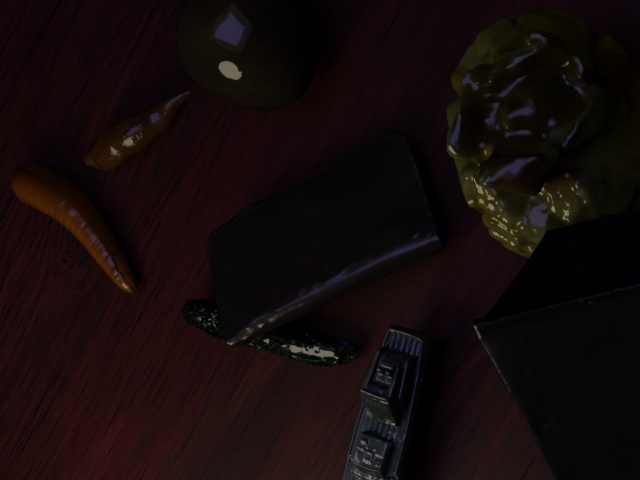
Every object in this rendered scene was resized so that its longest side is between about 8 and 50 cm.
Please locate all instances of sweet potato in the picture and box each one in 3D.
[{"bbox_3d":[-0.233,-0.143,2.347,0.195,0.056,0.056,-30,68,25],"label":"sweet potato"}]

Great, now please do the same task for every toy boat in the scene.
[{"bbox_3d":[0.069,0.226,2.066,0.078,0.085,0.260,18,96,35],"label":"toy boat"}]

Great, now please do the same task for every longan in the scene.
[{"bbox_3d":[-0.090,-0.232,2.191,0.185,0.159,0.204,41,147,19],"label":"longan"}]

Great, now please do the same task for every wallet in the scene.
[{"bbox_3d":[0.000,0.000,2.148,0.309,0.042,0.165,-28,59,24],"label":"wallet"}]

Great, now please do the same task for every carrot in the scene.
[{"bbox_3d":[-0.320,-0.029,2.398,0.271,0.062,0.066,37,74,29],"label":"carrot"}]

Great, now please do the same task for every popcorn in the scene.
[{"bbox_3d":[0.241,-0.106,1.886,0.224,0.258,0.270,-33,23,34],"label":"popcorn"}]

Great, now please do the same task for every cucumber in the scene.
[{"bbox_3d":[-0.063,0.114,2.202,0.256,0.043,0.044,14,98,36],"label":"cucumber"}]

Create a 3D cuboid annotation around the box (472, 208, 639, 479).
[{"bbox_3d":[0.350,0.144,1.706,0.251,0.204,0.345,-16,110,35],"label":"box"}]
